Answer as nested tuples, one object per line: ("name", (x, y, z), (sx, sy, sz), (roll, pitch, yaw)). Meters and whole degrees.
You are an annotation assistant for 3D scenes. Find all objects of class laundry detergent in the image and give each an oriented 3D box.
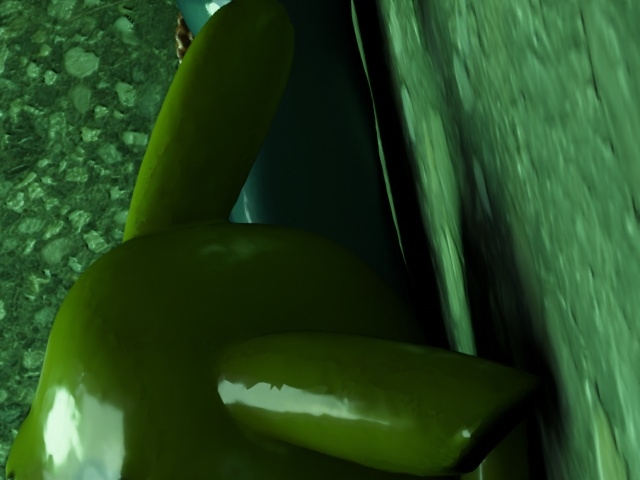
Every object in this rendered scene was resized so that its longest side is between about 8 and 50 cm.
("laundry detergent", (-0.017, -0.052, 0.745), (0.143, 0.094, 0.289), (58, -160, -86))

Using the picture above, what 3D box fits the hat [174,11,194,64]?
("hat", (-0.024, -0.117, 0.953), (0.162, 0.094, 0.112), (-31, -67, -75))

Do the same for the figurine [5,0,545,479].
("figurine", (-0.010, 0.111, 0.577), (0.218, 0.169, 0.326), (48, 156, 53))
